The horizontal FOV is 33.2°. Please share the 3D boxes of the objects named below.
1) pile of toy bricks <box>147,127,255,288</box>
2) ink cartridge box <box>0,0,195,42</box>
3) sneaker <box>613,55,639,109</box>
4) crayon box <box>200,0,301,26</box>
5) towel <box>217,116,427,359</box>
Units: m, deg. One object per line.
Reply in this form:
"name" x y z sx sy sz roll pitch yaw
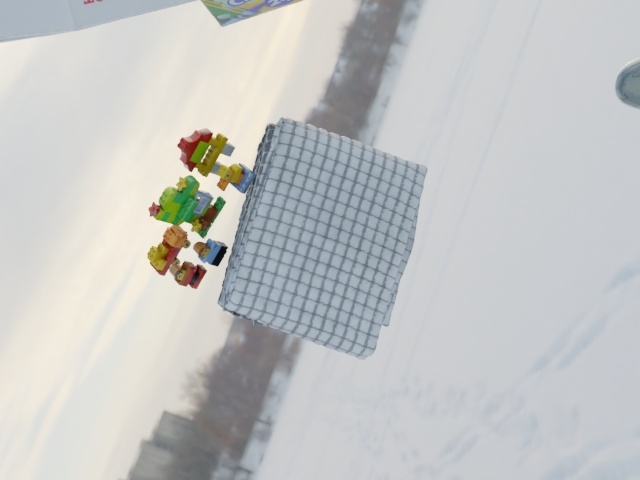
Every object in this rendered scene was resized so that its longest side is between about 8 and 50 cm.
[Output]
"pile of toy bricks" -0.183 -0.041 1.435 0.105 0.118 0.212 17 -72 -46
"ink cartridge box" -0.286 -0.369 1.163 0.198 0.197 0.270 -29 -65 -46
"sneaker" 0.600 -0.227 1.647 0.178 0.295 0.124 -48 -45 -63
"crayon box" -0.088 -0.398 1.426 0.323 0.203 0.083 37 -143 -77
"towel" 0.000 0.000 1.462 0.121 0.235 0.283 -9 64 68
